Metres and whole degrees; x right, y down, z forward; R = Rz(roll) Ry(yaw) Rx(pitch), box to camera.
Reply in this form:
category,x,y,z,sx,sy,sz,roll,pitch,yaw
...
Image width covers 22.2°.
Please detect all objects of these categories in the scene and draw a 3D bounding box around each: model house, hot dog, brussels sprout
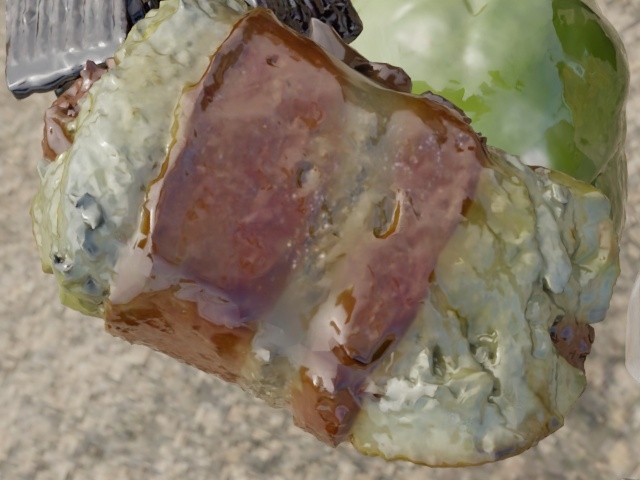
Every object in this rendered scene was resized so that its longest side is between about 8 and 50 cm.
category,x,y,z,sx,sy,sz,roll,pitch,yaw
model house,-0.064,-0.094,0.838,0.203,0.141,0.164,0,105,23
hot dog,0.000,0.000,0.573,0.213,0.103,0.146,33,62,2
brussels sprout,0.116,-0.103,1.237,0.243,0.274,0.316,-28,60,14

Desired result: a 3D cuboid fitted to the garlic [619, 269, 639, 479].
category,x,y,z,sx,sy,sz,roll,pitch,yaw
garlic,0.307,0.047,1.049,0.292,0.210,0.237,-20,61,3
